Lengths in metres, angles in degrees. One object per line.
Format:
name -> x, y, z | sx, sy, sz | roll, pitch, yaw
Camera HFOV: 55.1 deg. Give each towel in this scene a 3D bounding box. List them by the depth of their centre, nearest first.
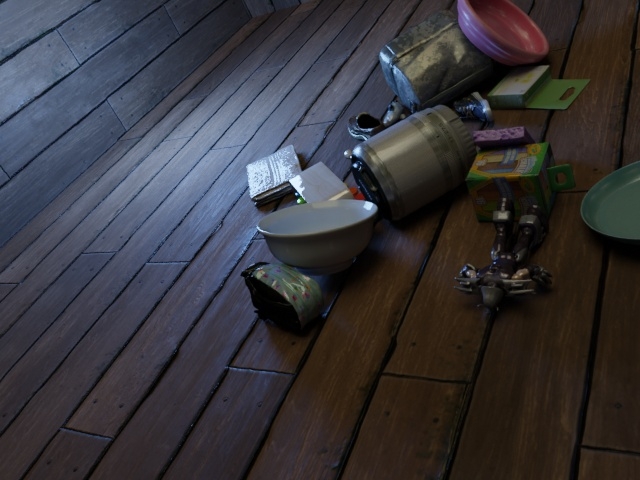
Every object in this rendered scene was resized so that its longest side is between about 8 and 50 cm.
towel -> -0.153, -0.221, 2.028 | 0.187, 0.049, 0.282 | -24, 33, 3

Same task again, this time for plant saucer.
plant saucer -> 0.690, -0.080, 1.223 | 0.318, 0.043, 0.317 | -22, 24, 11
plant saucer -> 0.554, -0.656, 1.908 | 0.084, 0.332, 0.332 | -52, 11, 43

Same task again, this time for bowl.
bowl -> 0.000, 0.000, 1.497 | 0.298, 0.134, 0.298 | -7, 17, 2

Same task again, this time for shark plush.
shark plush -> 0.236, -0.435, 2.056 | 0.067, 0.073, 0.161 | -44, 28, 31

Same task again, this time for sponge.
sponge -> 0.460, -0.226, 1.490 | 0.117, 0.210, 0.031 | -2, 79, 32

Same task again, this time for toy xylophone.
toy xylophone -> 0.029, -0.147, 1.767 | 0.236, 0.081, 0.322 | -26, 33, 2

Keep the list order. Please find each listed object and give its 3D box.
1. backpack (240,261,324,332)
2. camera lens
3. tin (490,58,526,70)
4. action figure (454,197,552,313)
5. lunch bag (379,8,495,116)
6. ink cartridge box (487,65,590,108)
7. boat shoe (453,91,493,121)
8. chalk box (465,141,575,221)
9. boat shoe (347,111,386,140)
backpack -> -0.083, 0.128, 1.415 | 0.182, 0.152, 0.115 | 23, 55, 41
camera lens -> 0.232, -0.194, 1.568 | 0.274, 0.219, 0.219 | -30, 33, -5
tin -> 0.628, -0.609, 2.042 | 0.190, 0.040, 0.106 | 0, 37, 34
action figure -> 0.385, 0.040, 1.258 | 0.185, 0.099, 0.285 | 8, 49, 31
lunch bag -> 0.372, -0.552, 1.980 | 0.305, 0.212, 0.256 | -30, 50, -1
ink cartridge box -> 0.636, -0.449, 1.796 | 0.235, 0.056, 0.171 | 11, 48, 46
boat shoe -> 0.454, -0.384, 1.828 | 0.083, 0.065, 0.183 | -22, 26, 9
chalk box -> 0.463, -0.132, 1.402 | 0.213, 0.132, 0.132 | -1, 40, 36
boat shoe -> 0.153, -0.376, 1.988 | 0.095, 0.095, 0.257 | -32, 33, -8
